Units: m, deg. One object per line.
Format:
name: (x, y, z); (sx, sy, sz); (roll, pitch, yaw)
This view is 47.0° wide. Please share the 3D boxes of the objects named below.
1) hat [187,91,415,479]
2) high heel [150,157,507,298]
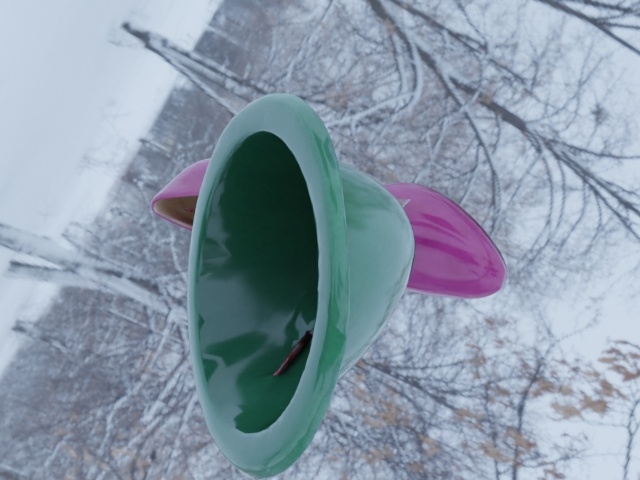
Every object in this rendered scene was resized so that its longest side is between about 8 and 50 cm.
hat: (0.040, 0.016, 0.400); (0.173, 0.183, 0.208); (-45, -133, 48)
high heel: (0.000, 0.000, 0.792); (0.181, 0.377, 0.127); (-28, 128, -45)
